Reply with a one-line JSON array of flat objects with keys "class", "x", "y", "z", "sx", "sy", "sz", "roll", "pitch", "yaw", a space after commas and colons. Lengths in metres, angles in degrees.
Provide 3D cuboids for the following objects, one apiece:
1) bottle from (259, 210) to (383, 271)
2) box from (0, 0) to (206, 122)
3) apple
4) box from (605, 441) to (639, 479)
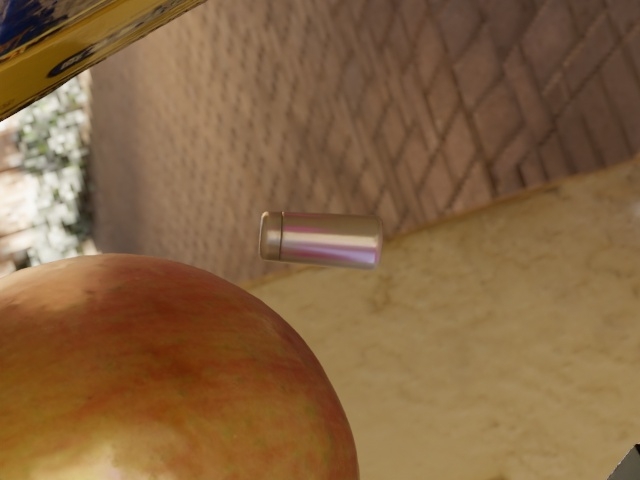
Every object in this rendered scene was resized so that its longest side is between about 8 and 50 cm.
[{"class": "bottle", "x": 0.000, "y": 0.000, "z": 1.213, "sx": 0.045, "sy": 0.097, "sz": 0.045, "roll": -177, "pitch": 90, "yaw": -88}, {"class": "box", "x": -0.066, "y": -0.133, "z": 0.520, "sx": 0.070, "sy": 0.152, "sz": 0.237, "roll": 52, "pitch": 153, "yaw": 4}, {"class": "apple", "x": -0.179, "y": 0.204, "z": 1.160, "sx": 0.391, "sy": 0.347, "sz": 0.391, "roll": -8, "pitch": 79, "yaw": 42}, {"class": "box", "x": 0.328, "y": 0.203, "z": 1.156, "sx": 0.310, "sy": 0.084, "sz": 0.198, "roll": -61, "pitch": 35, "yaw": 34}]
